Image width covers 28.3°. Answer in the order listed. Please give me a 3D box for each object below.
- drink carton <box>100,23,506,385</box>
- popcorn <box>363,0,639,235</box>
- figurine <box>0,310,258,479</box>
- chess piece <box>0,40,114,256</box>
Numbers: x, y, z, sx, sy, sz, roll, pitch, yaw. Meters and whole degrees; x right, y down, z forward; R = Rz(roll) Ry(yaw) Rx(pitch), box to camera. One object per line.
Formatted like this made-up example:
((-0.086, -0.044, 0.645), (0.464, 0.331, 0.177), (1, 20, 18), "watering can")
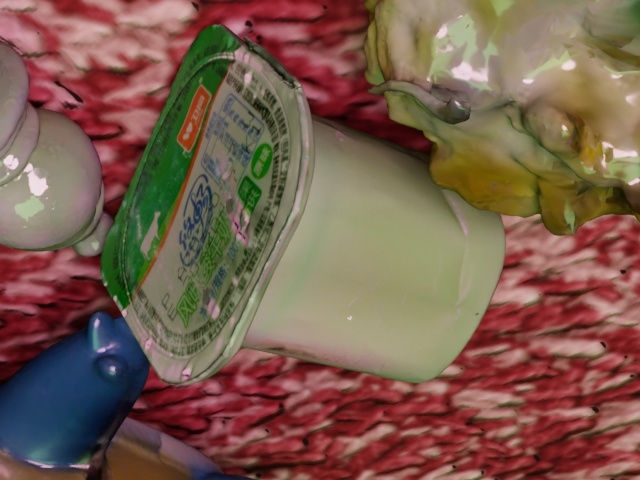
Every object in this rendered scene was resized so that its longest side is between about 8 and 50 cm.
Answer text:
((0.000, 0.000, 0.598), (0.142, 0.144, 0.146), (18, 108, -34), "drink carton")
((0.113, -0.092, 0.490), (0.198, 0.212, 0.198), (-7, 109, -22), "popcorn")
((-0.134, 0.182, 0.687), (0.416, 0.243, 0.298), (35, 88, -47), "figurine")
((-0.170, -0.067, 0.554), (0.139, 0.139, 0.272), (-22, 143, 17), "chess piece")
